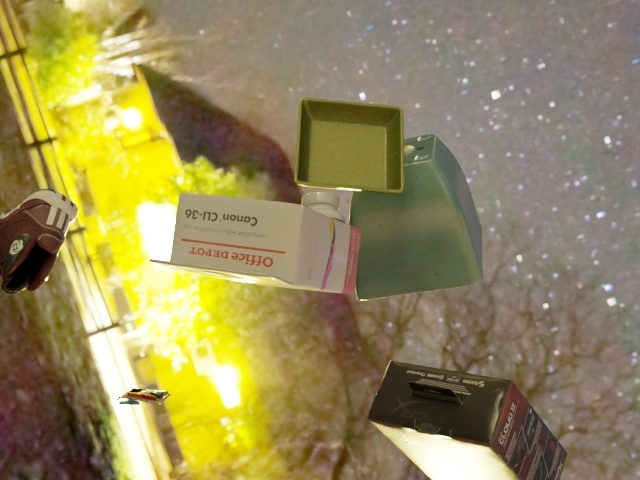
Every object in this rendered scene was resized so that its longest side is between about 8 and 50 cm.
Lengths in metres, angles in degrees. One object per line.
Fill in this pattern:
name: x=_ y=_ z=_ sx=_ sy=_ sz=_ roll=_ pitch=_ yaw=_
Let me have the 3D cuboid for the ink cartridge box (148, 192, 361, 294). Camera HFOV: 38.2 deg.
ink cartridge box: x=-0.049 y=0.004 z=0.789 sx=0.198 sy=0.115 sz=0.067 roll=18 pitch=79 yaw=-70

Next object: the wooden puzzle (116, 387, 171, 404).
wooden puzzle: x=-0.274 y=0.241 z=1.442 sx=0.116 sy=0.078 sz=0.014 roll=-174 pitch=-92 yaw=-85

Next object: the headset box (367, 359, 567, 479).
headset box: x=0.229 y=0.300 z=1.448 sx=0.218 sy=0.110 sz=0.293 roll=4 pitch=-32 yaw=39

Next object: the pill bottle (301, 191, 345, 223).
pill bottle: x=0.000 y=0.000 z=1.555 sx=0.086 sy=0.086 sz=0.152 roll=103 pitch=-12 yaw=-73

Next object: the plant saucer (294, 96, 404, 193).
plant saucer: x=0.050 y=-0.157 z=1.620 sx=0.045 sy=0.188 sz=0.188 roll=101 pitch=-7 yaw=-59

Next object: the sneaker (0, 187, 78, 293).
sneaker: x=-0.527 y=0.034 z=1.545 sx=0.106 sy=0.281 sz=0.162 roll=35 pitch=40 yaw=-33

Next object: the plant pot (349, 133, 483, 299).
plant pot: x=0.175 y=-0.063 z=1.825 sx=0.248 sy=0.247 sz=0.252 roll=-71 pitch=149 yaw=-62
